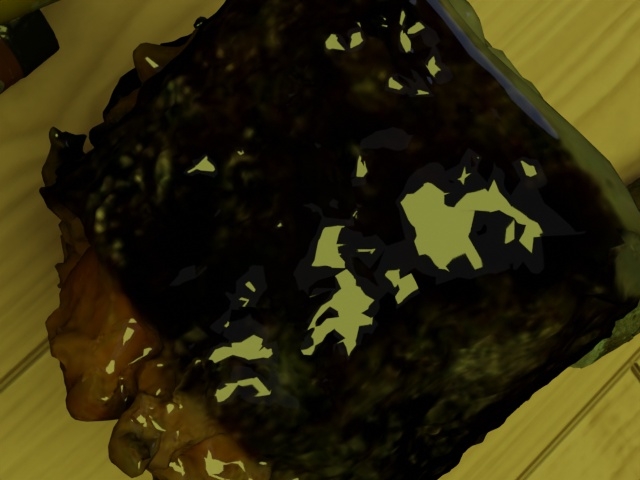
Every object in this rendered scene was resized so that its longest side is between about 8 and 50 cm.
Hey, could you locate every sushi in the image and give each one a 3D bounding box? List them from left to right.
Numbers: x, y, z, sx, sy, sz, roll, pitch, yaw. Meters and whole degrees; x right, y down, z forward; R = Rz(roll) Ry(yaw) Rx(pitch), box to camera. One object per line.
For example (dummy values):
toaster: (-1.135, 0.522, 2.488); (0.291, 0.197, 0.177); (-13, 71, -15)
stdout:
sushi: (0.000, 0.000, 0.615); (0.207, 0.348, 0.234); (-41, 74, 0)

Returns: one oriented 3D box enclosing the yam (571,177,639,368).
yam: (0.183, 0.005, 0.818); (0.179, 0.078, 0.078); (-31, 107, -21)

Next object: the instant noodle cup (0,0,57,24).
instant noodle cup: (-0.222, -0.177, 0.499); (0.254, 0.325, 0.325); (-31, 107, -10)

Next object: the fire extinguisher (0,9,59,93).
fire extinguisher: (-0.197, -0.048, 0.653); (0.177, 0.050, 0.062); (-43, 149, -15)
